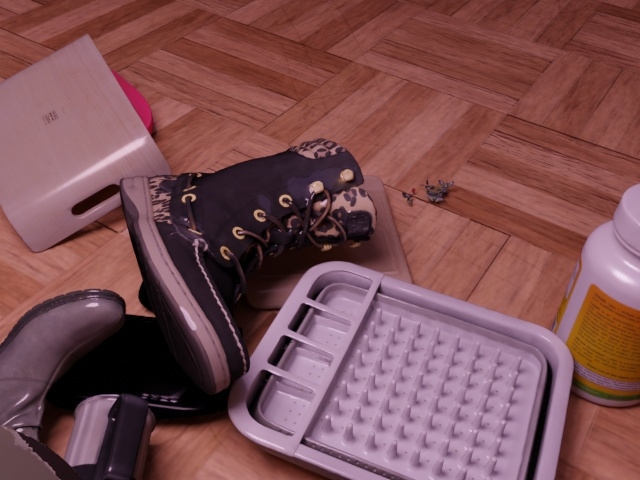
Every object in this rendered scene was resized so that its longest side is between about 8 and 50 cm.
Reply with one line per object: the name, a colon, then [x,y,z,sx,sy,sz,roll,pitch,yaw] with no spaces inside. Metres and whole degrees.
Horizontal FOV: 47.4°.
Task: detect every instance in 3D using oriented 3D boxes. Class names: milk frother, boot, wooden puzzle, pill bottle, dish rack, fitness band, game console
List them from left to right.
boot: [-0.286,0.166,0.723,0.246,0.083,0.161,-30,54,5]
fitness band: [-0.401,-0.203,1.214,0.209,0.054,0.291,-26,48,-27]
milk frother: [-0.175,0.232,0.707,0.143,0.129,0.135,38,31,-29]
game console: [-0.195,0.071,0.917,0.213,0.044,0.361,6,40,1]
boot: [-0.068,-0.001,0.851,0.284,0.138,0.377,-16,31,-16]
wooden puzzle: [0.000,0.000,1.024,0.220,0.044,0.239,-1,46,-7]
dish rack: [0.094,0.170,0.807,0.332,0.072,0.285,17,41,14]
pill bottle: [0.352,0.062,0.823,0.136,0.246,0.136,3,41,-2]

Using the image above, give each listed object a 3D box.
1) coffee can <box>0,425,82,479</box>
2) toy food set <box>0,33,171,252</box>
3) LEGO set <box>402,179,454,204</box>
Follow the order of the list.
coffee can: [-0.291,0.250,0.475,0.201,0.275,0.202,26,49,-35]
toy food set: [-0.377,-0.152,1.072,0.219,0.092,0.306,-32,59,-7]
LEGO set: [0.170,-0.071,1.138,0.083,0.023,0.054,-8,38,6]
